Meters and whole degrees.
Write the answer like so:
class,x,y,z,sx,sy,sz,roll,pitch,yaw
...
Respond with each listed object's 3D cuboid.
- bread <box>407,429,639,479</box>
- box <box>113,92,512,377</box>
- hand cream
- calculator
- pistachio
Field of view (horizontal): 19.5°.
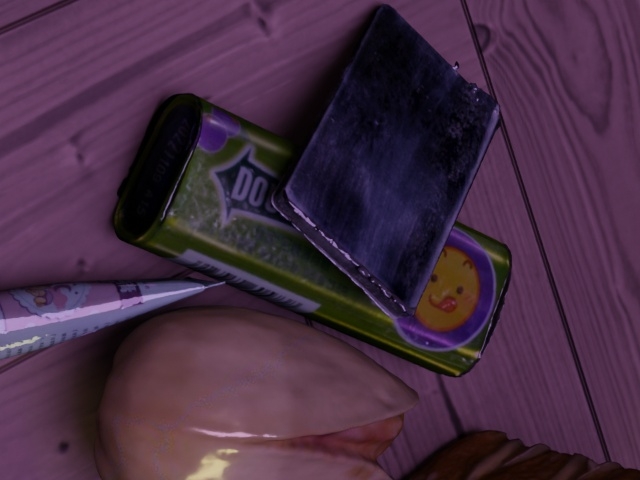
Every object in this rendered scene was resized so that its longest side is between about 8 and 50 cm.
class,x,y,z,sx,sy,sz,roll,pitch,yaw
bread,0.160,0.380,1.575,0.390,0.371,0.279,-36,109,-24
box,0.000,0.000,1.578,0.345,0.097,0.134,25,82,-30
hand cream,-0.239,0.067,1.467,0.331,0.085,0.058,-9,92,-25
calculator,0.063,-0.073,1.574,0.161,0.021,0.262,43,48,-18
pistachio,-0.053,0.150,1.522,0.299,0.187,0.188,8,94,-35
